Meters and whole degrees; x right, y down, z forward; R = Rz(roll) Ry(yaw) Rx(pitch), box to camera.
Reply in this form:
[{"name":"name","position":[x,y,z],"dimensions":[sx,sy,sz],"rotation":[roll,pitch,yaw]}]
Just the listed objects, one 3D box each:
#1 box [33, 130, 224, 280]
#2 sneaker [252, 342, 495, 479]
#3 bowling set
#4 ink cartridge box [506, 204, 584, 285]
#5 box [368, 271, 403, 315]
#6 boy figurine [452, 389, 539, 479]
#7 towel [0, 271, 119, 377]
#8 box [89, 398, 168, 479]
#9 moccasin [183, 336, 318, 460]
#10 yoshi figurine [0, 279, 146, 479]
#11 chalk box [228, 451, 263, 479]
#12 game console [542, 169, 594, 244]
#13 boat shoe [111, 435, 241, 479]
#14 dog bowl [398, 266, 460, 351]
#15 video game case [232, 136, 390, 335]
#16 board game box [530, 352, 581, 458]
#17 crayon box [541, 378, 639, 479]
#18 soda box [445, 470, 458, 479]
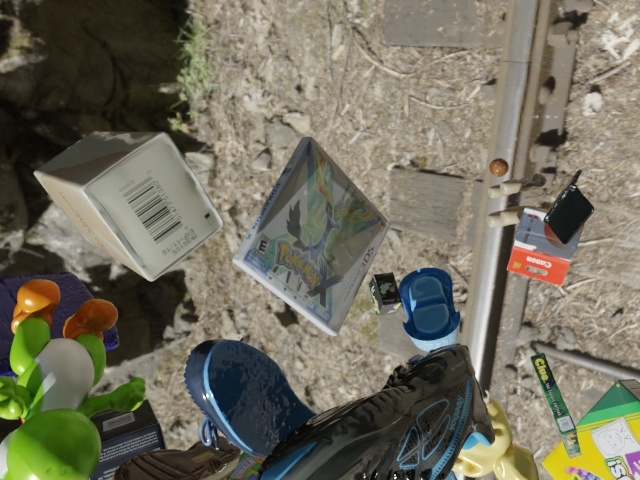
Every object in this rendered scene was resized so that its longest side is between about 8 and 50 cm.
[{"name":"box","position":[-0.276,-0.062,0.809],"dimensions":[0.311,0.121,0.148],"rotation":[13,139,55]},{"name":"sneaker","position":[0.081,0.233,0.657],"dimensions":[0.125,0.340,0.140],"rotation":[-34,78,53]},{"name":"bowling set","position":[0.567,-0.142,1.630],"dimensions":[0.287,0.154,0.200],"rotation":[-156,55,-84]},{"name":"ink cartridge box","position":[0.559,0.016,1.465],"dimensions":[0.145,0.045,0.179],"rotation":[18,106,19]},{"name":"box","position":[0.153,0.127,1.386],"dimensions":[0.062,0.052,0.083],"rotation":[108,153,-57]},{"name":"boy figurine","position":[0.312,0.387,1.170],"dimensions":[0.285,0.092,0.177],"rotation":[29,95,20]},{"name":"towel","position":[-0.561,0.161,1.089],"dimensions":[0.227,0.308,0.076],"rotation":[42,118,26]},{"name":"box","position":[-0.446,0.570,1.402],"dimensions":[0.296,0.182,0.294],"rotation":[172,84,-69]},{"name":"moccasin","position":[-0.099,0.254,0.826],"dimensions":[0.116,0.138,0.342],"rotation":[-1,138,31]},{"name":"yoshi figurine","position":[-0.369,0.222,0.836],"dimensions":[0.203,0.203,0.362],"rotation":[86,173,-50]},{"name":"chalk box","position":[-0.154,0.578,1.313],"dimensions":[0.213,0.132,0.132],"rotation":[6,124,37]},{"name":"game console","position":[0.549,-0.073,1.277],"dimensions":[0.071,0.107,0.122],"rotation":[34,140,13]},{"name":"boat shoe","position":[-0.227,0.391,0.931],"dimensions":[0.095,0.257,0.095],"rotation":[26,98,34]},{"name":"dog bowl","position":[0.327,0.206,1.742],"dimensions":[0.165,0.297,0.074],"rotation":[-14,128,11]},{"name":"video game case","position":[0.000,0.000,1.237],"dimensions":[0.036,0.329,0.300],"rotation":[9,64,46]},{"name":"board game box","position":[0.426,0.304,1.054],"dimensions":[0.030,0.260,0.136],"rotation":[-20,57,15]},{"name":"crayon box","position":[0.753,0.566,1.362],"dimensions":[0.363,0.106,0.313],"rotation":[54,125,43]},{"name":"soda box","position":[0.360,0.709,1.605],"dimensions":[0.071,0.067,0.210],"rotation":[81,168,-65]}]
